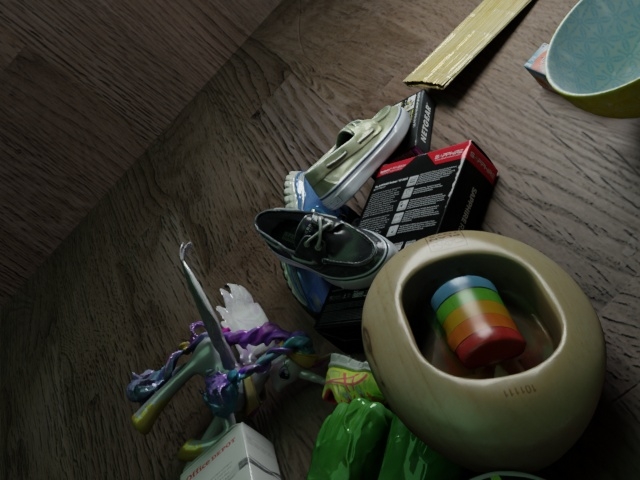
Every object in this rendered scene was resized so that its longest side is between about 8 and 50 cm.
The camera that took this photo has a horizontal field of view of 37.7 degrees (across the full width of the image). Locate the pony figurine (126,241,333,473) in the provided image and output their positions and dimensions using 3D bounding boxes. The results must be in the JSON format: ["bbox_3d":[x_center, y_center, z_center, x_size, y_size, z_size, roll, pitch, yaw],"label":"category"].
[{"bbox_3d":[-0.186,0.221,1.723,0.363,0.303,0.351,-42,62,7],"label":"pony figurine"}]

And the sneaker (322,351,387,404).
[{"bbox_3d":[0.071,0.243,1.499,0.208,0.081,0.094,1,63,62],"label":"sneaker"}]

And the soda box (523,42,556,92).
[{"bbox_3d":[0.432,-0.287,1.627,0.058,0.063,0.183,-48,29,4],"label":"soda box"}]

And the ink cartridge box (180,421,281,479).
[{"bbox_3d":[-0.143,0.433,1.545,0.158,0.092,0.218,-42,32,12],"label":"ink cartridge box"}]

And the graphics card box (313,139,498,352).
[{"bbox_3d":[0.151,0.013,1.631,0.232,0.094,0.371,-12,45,47],"label":"graphics card box"}]

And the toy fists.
[{"bbox_3d":[0.100,0.307,1.361,0.279,0.096,0.142,-6,58,49],"label":"toy fists"}]

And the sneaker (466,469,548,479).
[{"bbox_3d":[0.255,0.313,1.029,0.234,0.097,0.084,5,95,15],"label":"sneaker"}]

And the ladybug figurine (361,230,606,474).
[{"bbox_3d":[0.215,0.147,1.263,0.305,0.162,0.449,-12,34,1],"label":"ladybug figurine"}]

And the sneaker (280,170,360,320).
[{"bbox_3d":[0.008,-0.003,1.795,0.147,0.130,0.330,-11,60,18],"label":"sneaker"}]

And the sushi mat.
[{"bbox_3d":[0.318,-0.428,1.950,0.316,0.019,0.151,-45,27,-10],"label":"sushi mat"}]

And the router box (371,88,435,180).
[{"bbox_3d":[0.165,-0.216,1.928,0.133,0.046,0.179,-25,37,36],"label":"router box"}]

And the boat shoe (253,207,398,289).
[{"bbox_3d":[0.000,0.000,1.617,0.301,0.102,0.108,18,72,46],"label":"boat shoe"}]

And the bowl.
[{"bbox_3d":[0.507,-0.284,1.424,0.289,0.156,0.289,-35,32,26],"label":"bowl"}]

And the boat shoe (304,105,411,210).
[{"bbox_3d":[0.077,-0.182,1.802,0.109,0.094,0.302,-26,21,48],"label":"boat shoe"}]
